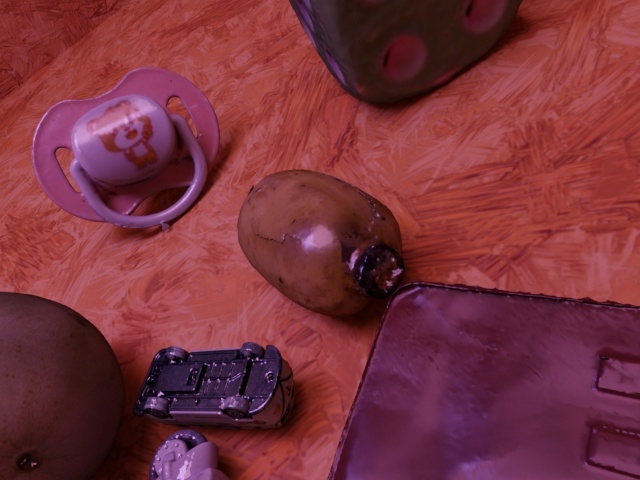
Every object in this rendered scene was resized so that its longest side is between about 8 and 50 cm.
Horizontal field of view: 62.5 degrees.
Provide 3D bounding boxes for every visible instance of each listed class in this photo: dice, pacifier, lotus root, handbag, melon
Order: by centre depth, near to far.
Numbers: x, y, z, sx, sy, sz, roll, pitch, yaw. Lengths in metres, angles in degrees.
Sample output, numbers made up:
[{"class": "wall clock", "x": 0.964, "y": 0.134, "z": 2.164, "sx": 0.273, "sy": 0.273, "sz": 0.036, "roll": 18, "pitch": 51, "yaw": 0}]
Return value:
[{"class": "handbag", "x": 0.160, "y": 0.165, "z": 0.451, "sx": 0.276, "sy": 0.084, "sz": 0.260, "roll": 1, "pitch": 54, "yaw": 33}, {"class": "melon", "x": -0.387, "y": 0.196, "z": 0.644, "sx": 0.330, "sy": 0.268, "sz": 0.268, "roll": 12, "pitch": 61, "yaw": 49}, {"class": "lotus root", "x": 0.000, "y": 0.000, "z": 0.656, "sx": 0.284, "sy": 0.146, "sz": 0.160, "roll": 28, "pitch": 90, "yaw": 53}, {"class": "dice", "x": 0.110, "y": -0.441, "z": 0.836, "sx": 0.322, "sy": 0.330, "sz": 0.318, "roll": -31, "pitch": 48, "yaw": 5}, {"class": "pacifier", "x": -0.351, "y": -0.172, "z": 0.977, "sx": 0.332, "sy": 0.220, "sz": 0.273, "roll": -29, "pitch": 42, "yaw": -11}]

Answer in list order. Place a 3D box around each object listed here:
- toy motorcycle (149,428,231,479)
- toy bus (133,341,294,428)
[{"class": "toy motorcycle", "x": -0.160, "y": 0.318, "z": 0.505, "sx": 0.171, "sy": 0.110, "sz": 0.260, "roll": 7, "pitch": 55, "yaw": 36}, {"class": "toy bus", "x": -0.116, "y": 0.175, "z": 0.615, "sx": 0.194, "sy": 0.089, "sz": 0.087, "roll": -9, "pitch": 48, "yaw": 27}]
